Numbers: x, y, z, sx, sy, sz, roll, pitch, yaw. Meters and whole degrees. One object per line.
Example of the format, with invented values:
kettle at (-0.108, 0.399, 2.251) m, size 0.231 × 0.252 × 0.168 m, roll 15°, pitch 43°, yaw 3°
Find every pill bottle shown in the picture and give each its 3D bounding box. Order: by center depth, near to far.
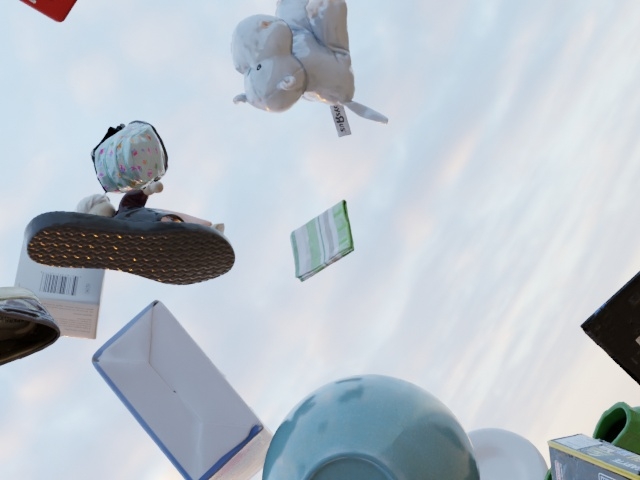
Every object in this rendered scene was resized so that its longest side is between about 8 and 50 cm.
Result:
pill bottle at (0.349, 0.569, 2.277) m, size 0.224 × 0.224 × 0.392 m, roll -50°, pitch -28°, yaw -26°

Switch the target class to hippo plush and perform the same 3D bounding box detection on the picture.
hippo plush at (-0.071, -0.306, 2.027) m, size 0.236 × 0.234 × 0.294 m, roll -22°, pitch -83°, yaw -42°

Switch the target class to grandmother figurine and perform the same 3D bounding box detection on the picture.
grandmother figurine at (-0.389, -0.035, 2.481) m, size 0.104 × 0.342 × 0.208 m, roll -22°, pitch -56°, yaw -75°

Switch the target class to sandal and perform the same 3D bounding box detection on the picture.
sandal at (-0.367, -0.011, 2.214) m, size 0.445 × 0.107 × 0.167 m, roll 10°, pitch -44°, yaw -33°

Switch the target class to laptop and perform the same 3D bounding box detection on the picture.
laptop at (0.544, 0.073, 1.806) m, size 0.264 × 0.136 × 0.234 m, roll -44°, pitch -54°, yaw 8°

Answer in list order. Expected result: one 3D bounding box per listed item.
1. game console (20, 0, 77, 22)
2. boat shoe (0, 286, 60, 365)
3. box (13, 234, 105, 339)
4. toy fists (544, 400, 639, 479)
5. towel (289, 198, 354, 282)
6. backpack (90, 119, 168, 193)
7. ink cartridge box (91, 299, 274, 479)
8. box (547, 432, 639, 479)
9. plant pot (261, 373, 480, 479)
game console at (-0.449, -0.449, 1.802) m, size 0.124 × 0.144 × 0.085 m, roll -45°, pitch 26°, yaw 36°
boat shoe at (-0.459, 0.123, 1.413) m, size 0.285 × 0.092 × 0.103 m, roll -9°, pitch -64°, yaw -51°
box at (-0.547, 0.097, 2.330) m, size 0.119 × 0.181 × 0.182 m, roll 109°, pitch 164°, yaw -44°
toy fists at (0.514, 0.380, 1.926) m, size 0.279 × 0.142 × 0.096 m, roll -57°, pitch 21°, yaw 34°
towel at (0.000, 0.000, 2.116) m, size 0.023 × 0.113 × 0.152 m, roll 15°, pitch -36°, yaw -41°
backpack at (-0.391, -0.169, 2.288) m, size 0.115 × 0.152 × 0.182 m, roll -20°, pitch 12°, yaw 24°
ink cartridge box at (-0.205, 0.282, 1.853) m, size 0.151 × 0.270 × 0.395 m, roll -40°, pitch -14°, yaw -6°
box at (0.461, 0.479, 1.694) m, size 0.079 × 0.257 × 0.322 m, roll -10°, pitch -84°, yaw -21°
plant pot at (0.052, 0.318, 1.392) m, size 0.290 × 0.290 × 0.195 m, roll -60°, pitch -10°, yaw 1°
